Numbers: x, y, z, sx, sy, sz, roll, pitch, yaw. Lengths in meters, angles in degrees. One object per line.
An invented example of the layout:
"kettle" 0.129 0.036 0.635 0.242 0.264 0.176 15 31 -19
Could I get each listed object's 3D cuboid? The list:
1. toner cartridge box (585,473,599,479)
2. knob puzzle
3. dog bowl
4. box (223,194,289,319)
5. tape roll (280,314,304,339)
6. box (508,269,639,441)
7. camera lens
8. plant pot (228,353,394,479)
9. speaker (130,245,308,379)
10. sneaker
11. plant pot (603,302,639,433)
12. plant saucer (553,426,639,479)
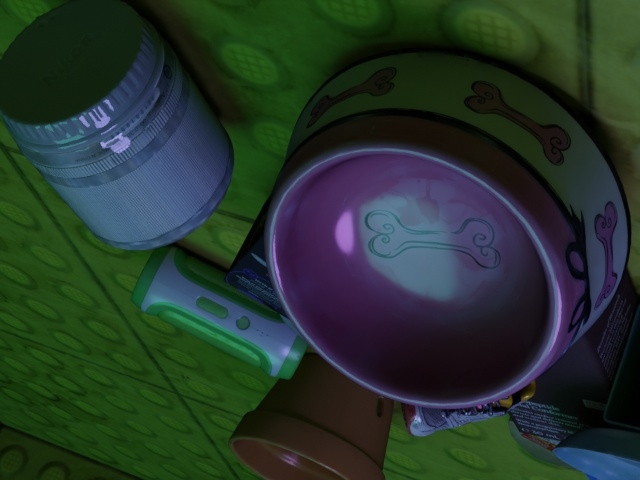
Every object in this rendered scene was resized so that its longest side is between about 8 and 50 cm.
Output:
"toner cartridge box" 0.549 0.399 2.028 0.165 0.075 0.348 -10 140 32
"knob puzzle" 0.399 0.332 2.137 0.213 0.030 0.213 21 156 10
"dog bowl" 0.118 0.007 1.402 0.407 0.150 0.408 14 128 19
"box" 0.000 0.000 1.717 0.165 0.143 0.270 30 156 -8
"tape roll" 0.046 0.116 2.001 0.219 0.072 0.219 21 156 10
"box" 0.315 0.132 1.681 0.191 0.143 0.381 10 150 33
"camera lens" -0.247 -0.136 1.594 0.219 0.219 0.274 12 153 30
"plant pot" 0.004 0.341 2.342 0.290 0.203 0.291 22 157 10
"speaker" -0.160 0.119 2.150 0.296 0.131 0.131 27 157 -1
"sneaker" 0.177 0.180 1.566 0.092 0.088 0.225 -10 180 43
"plant pot" 0.486 0.213 1.647 0.165 0.166 0.234 12 159 30
"plant saucer" 0.449 0.296 1.611 0.317 0.044 0.317 20 167 5
